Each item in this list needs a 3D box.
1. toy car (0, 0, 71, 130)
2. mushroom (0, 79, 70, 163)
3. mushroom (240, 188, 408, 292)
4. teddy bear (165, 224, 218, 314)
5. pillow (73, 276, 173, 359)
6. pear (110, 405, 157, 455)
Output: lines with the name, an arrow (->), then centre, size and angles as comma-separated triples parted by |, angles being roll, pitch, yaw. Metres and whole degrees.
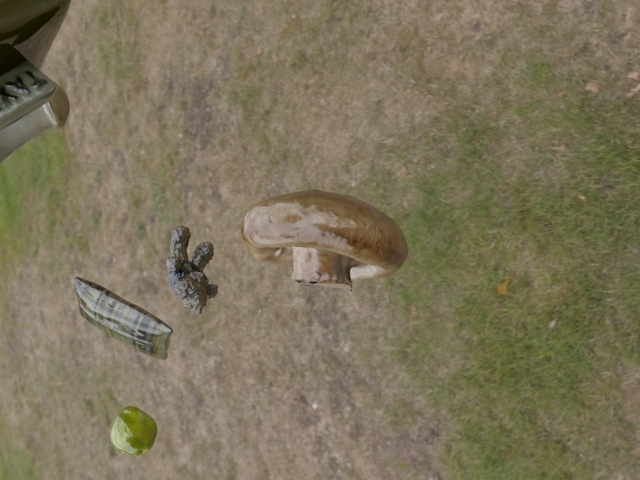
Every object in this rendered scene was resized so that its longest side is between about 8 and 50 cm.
toy car -> -0.220, -0.135, 0.273 | 0.198, 0.248, 0.204 | 42, 131, -14
mushroom -> -0.404, -0.098, 0.624 | 0.118, 0.270, 0.103 | 21, 147, 16
mushroom -> 0.000, 0.000, 0.875 | 0.278, 0.278, 0.146 | -4, 75, 48
teddy bear -> -0.352, 0.093, 1.509 | 0.129, 0.182, 0.251 | -43, 36, 23
pillow -> -0.396, 0.162, 1.128 | 0.212, 0.052, 0.208 | 30, 150, -2
pear -> -0.376, 0.381, 1.126 | 0.092, 0.092, 0.097 | -53, 46, 36
